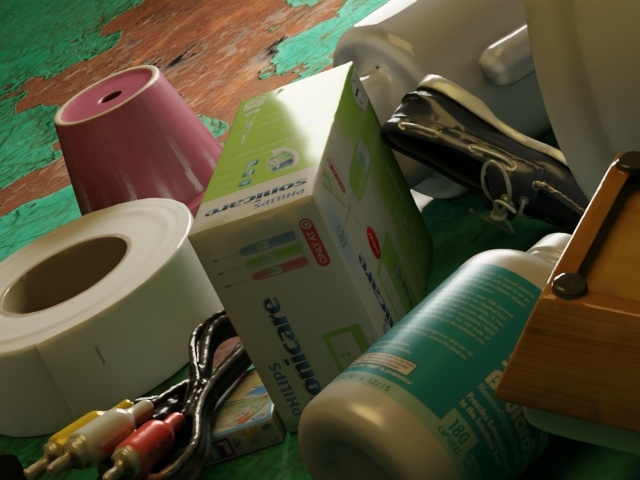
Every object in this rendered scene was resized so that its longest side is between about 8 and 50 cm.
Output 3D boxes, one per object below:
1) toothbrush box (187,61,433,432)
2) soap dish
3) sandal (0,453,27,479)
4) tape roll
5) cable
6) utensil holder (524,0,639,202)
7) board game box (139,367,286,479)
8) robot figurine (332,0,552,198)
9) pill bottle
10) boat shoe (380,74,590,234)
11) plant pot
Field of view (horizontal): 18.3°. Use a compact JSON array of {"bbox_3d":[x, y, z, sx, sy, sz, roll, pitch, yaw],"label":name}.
[{"bbox_3d":[0.000,0.000,1.758,0.122,0.206,0.283,-18,23,18],"label":"toothbrush box"},{"bbox_3d":[0.289,0.051,1.340,0.290,0.118,0.229,12,38,21],"label":"soap dish"},{"bbox_3d":[-0.319,0.258,1.733,0.097,0.054,0.254,-23,23,8],"label":"sandal"},{"bbox_3d":[-0.236,0.074,1.989,0.286,0.100,0.286,-21,23,9],"label":"tape roll"},{"bbox_3d":[-0.120,0.131,1.703,0.139,0.072,0.287,1,35,38],"label":"cable"},{"bbox_3d":[0.403,-0.199,1.611,0.385,0.328,0.327,-12,26,28],"label":"utensil holder"},{"bbox_3d":[-0.101,0.162,1.746,0.154,0.026,0.103,-19,24,16],"label":"board game box"},{"bbox_3d":[0.154,-0.178,1.986,0.353,0.200,0.300,-36,14,-22],"label":"robot figurine"},{"bbox_3d":[0.118,0.104,1.483,0.264,0.146,0.146,-41,27,-29],"label":"pill bottle"},{"bbox_3d":[0.164,-0.057,1.768,0.254,0.095,0.079,37,73,22],"label":"boat shoe"},{"bbox_3d":[-0.197,-0.084,2.182,0.201,0.180,0.201,-23,23,10],"label":"plant pot"}]
